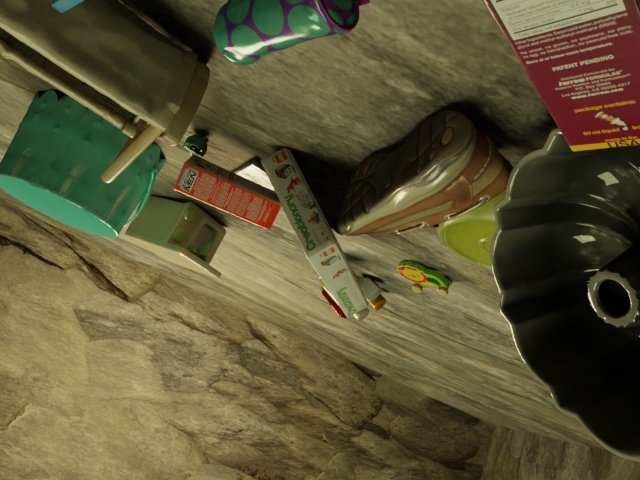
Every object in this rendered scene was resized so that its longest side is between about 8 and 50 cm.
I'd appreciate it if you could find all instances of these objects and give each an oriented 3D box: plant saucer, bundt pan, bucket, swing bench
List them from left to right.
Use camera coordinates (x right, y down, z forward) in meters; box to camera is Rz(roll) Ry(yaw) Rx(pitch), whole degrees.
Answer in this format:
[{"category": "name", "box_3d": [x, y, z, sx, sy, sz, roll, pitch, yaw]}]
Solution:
[{"category": "swing bench", "box_3d": [-0.297, -0.221, 0.631, 0.253, 0.165, 0.255, 34, 153, -31]}, {"category": "bucket", "box_3d": [-0.470, -0.137, 1.015, 0.281, 0.183, 0.281, 20, 162, 7]}, {"category": "plant saucer", "box_3d": [0.279, -0.001, 0.784, 0.241, 0.037, 0.241, 19, 161, 7]}, {"category": "bundt pan", "box_3d": [0.319, 0.040, 0.486, 0.124, 0.330, 0.331, -13, 171, -19]}]

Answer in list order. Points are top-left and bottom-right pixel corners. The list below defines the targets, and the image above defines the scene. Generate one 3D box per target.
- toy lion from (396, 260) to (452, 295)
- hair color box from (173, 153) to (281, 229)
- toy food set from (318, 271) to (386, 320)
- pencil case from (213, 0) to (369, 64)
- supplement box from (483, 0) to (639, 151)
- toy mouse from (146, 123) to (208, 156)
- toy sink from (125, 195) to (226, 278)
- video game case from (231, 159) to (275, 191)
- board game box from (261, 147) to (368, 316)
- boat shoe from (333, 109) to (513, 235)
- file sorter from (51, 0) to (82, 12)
[{"category": "toy lion", "box_3d": [0.213, 0.075, 1.085, 0.100, 0.034, 0.096, 4, 147, 42]}, {"category": "hair color box", "box_3d": [-0.152, -0.082, 0.868, 0.167, 0.053, 0.093, 25, -167, -12]}, {"category": "toy food set", "box_3d": [0.068, 0.118, 1.269, 0.104, 0.111, 0.232, 47, -172, 32]}, {"category": "pencil case", "box_3d": [-0.034, -0.215, 0.493, 0.152, 0.064, 0.070, 3, -168, 43]}, {"category": "supplement box", "box_3d": [0.186, -0.157, 0.343, 0.081, 0.104, 0.188, 1, 152, 48]}, {"category": "toy mouse", "box_3d": [-0.241, -0.179, 0.873, 0.161, 0.031, 0.143, 20, 170, 19]}, {"category": "toy sink", "box_3d": [-0.342, -0.015, 1.300, 0.234, 0.131, 0.153, 14, 161, 38]}, {"category": "video game case", "box_3d": [-0.115, -0.110, 0.961, 0.087, 0.011, 0.122, 31, 159, -25]}, {"category": "board game box", "box_3d": [0.000, 0.000, 0.896, 0.192, 0.053, 0.305, 63, -179, 29]}, {"category": "boat shoe", "box_3d": [0.118, -0.055, 0.688, 0.117, 0.123, 0.324, 25, 163, -17]}, {"category": "file sorter", "box_3d": [-0.189, -0.272, 0.392, 0.170, 0.118, 0.105, 9, 163, 45]}]
